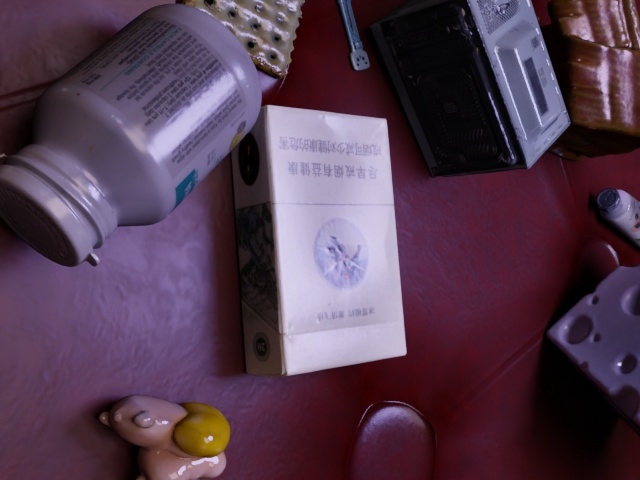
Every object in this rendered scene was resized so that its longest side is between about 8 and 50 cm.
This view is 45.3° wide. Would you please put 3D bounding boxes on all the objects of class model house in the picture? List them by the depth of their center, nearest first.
[{"bbox_3d":[0.381,-0.215,1.027,0.220,0.229,0.199,1,90,-41],"label":"model house"}]

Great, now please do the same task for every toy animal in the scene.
[{"bbox_3d":[-0.128,0.180,0.653,0.114,0.091,0.082,20,87,-38],"label":"toy animal"}]

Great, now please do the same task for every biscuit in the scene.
[{"bbox_3d":[-0.068,-0.280,0.794,0.144,0.016,0.203,22,72,-36],"label":"biscuit"}]

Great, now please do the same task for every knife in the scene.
[{"bbox_3d":[0.037,-0.243,0.880,0.027,0.010,0.096,-22,99,-39],"label":"knife"}]

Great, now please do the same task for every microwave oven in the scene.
[{"bbox_3d":[0.177,-0.192,0.896,0.122,0.162,0.208,-41,115,-34],"label":"microwave oven"}]

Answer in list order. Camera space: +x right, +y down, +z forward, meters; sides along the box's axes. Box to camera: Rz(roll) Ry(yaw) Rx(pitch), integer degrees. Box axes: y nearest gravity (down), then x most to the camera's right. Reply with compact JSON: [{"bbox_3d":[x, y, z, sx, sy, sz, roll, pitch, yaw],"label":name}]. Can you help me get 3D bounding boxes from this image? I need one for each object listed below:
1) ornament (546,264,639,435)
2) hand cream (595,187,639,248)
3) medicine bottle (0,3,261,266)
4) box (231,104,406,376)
[{"bbox_3d":[0.502,0.167,1.016,0.240,0.240,0.239,-44,118,6],"label":"ornament"},{"bbox_3d":[0.510,-0.025,1.231,0.234,0.050,0.080,24,66,-42],"label":"hand cream"},{"bbox_3d":[-0.156,-0.083,0.621,0.135,0.135,0.215,52,56,-23],"label":"medicine bottle"},{"bbox_3d":[0.000,0.000,0.785,0.164,0.069,0.256,-1,85,-40],"label":"box"}]
